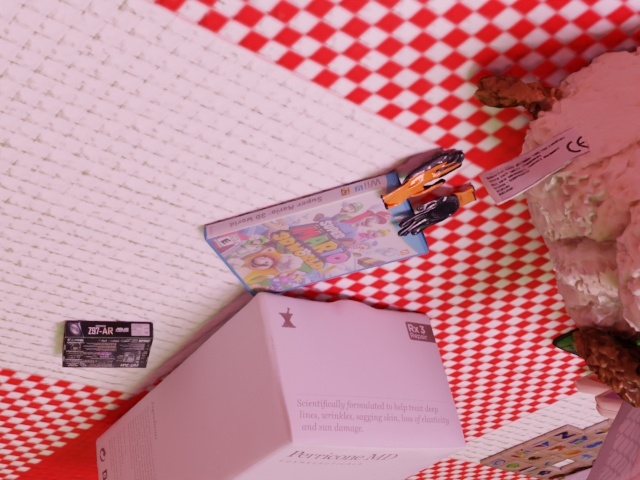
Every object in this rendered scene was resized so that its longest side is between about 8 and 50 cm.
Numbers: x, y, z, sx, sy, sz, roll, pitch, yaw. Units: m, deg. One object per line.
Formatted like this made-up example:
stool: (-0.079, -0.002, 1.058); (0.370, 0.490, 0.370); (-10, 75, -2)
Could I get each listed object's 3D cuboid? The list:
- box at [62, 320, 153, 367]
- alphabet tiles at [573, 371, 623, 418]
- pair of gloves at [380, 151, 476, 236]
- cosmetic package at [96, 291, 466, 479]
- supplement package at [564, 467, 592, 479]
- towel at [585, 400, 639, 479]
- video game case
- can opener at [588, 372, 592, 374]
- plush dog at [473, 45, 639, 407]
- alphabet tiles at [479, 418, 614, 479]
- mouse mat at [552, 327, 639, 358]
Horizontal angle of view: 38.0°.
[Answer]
box: (-0.208, 0.102, 0.904); (0.083, 0.018, 0.067); (2, 147, -16)
alphabet tiles: (0.409, 0.128, 0.916); (0.284, 0.021, 0.278); (-15, -173, -35)
pair of gloves: (0.087, -0.036, 0.743); (0.074, 0.010, 0.083); (-30, 147, 2)
cosmetic package: (-0.061, 0.213, 0.977); (0.217, 0.156, 0.385); (9, 146, -34)
supplement package: (0.526, 0.396, 1.420); (0.244, 0.134, 0.139); (-27, 147, 26)
towel: (0.323, 0.045, 0.702); (0.053, 0.332, 0.317); (32, 148, 10)
video game case: (0.000, 0.000, 0.793); (0.166, 0.015, 0.119); (-16, 147, 11)
can opener: (0.408, 0.171, 1.120); (0.186, 0.073, 0.059); (7, 106, -28)
plush dog: (0.219, -0.016, 0.664); (0.210, 0.262, 0.225); (15, 148, 29)
alphabet tiles: (0.386, 0.304, 1.370); (0.198, 0.009, 0.237); (23, 136, -39)
mouse mat: (0.374, 0.110, 1.062); (0.189, 0.007, 0.152); (22, 137, -40)
